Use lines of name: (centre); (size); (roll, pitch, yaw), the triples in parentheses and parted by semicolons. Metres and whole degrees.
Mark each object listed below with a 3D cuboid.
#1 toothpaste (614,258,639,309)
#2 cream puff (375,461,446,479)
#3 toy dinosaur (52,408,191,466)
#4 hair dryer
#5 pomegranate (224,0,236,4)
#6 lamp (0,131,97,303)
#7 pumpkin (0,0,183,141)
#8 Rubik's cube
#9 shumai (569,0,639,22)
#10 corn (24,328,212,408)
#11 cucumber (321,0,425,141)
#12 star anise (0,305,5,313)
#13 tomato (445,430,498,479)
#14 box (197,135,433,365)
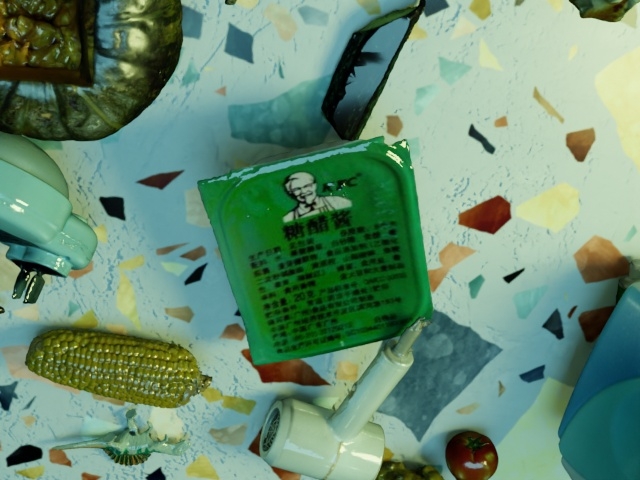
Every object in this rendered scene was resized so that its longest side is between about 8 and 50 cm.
toothpaste: (0.475, 0.138, 1.464); (0.078, 0.047, 0.248); (-7, 120, -5)
cream puff: (0.144, 0.406, 1.518); (0.146, 0.146, 0.116); (-24, 101, 6)
toy dinosaur: (-0.299, 0.317, 1.462); (0.187, 0.044, 0.106); (-23, 134, 4)
hair dryer: (0.055, 0.219, 1.385); (0.173, 0.108, 0.357); (19, 126, -17)
pomegranate: (-0.110, -0.388, 1.066); (0.156, 0.156, 0.220); (-21, 86, 4)
lamp: (-0.392, -0.050, 1.176); (0.147, 0.209, 0.284); (-54, 132, -28)
pumpkin: (-0.305, -0.260, 1.064); (0.320, 0.192, 0.321); (-3, 111, -9)
Rubik's cube: (0.591, 0.274, 1.351); (0.352, 0.351, 0.347); (4, 119, -21)
shumai: (0.367, -0.373, 1.061); (0.263, 0.309, 0.304); (-35, 149, 26)
corn: (-0.284, 0.181, 1.360); (0.261, 0.097, 0.097); (11, 116, -10)
cucumber: (0.059, -0.219, 1.223); (0.070, 0.046, 0.220); (22, 113, -9)
star anise: (-0.553, 0.063, 1.258); (0.271, 0.103, 0.272); (-2, 120, -4)
tomato: (0.239, 0.347, 1.521); (0.087, 0.087, 0.075); (-3, 121, -6)
box: (0.000, 0.000, 1.277); (0.264, 0.106, 0.337); (-13, 127, -1)
